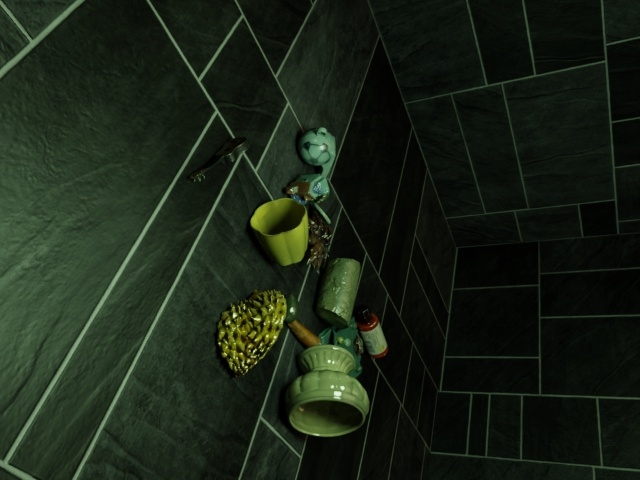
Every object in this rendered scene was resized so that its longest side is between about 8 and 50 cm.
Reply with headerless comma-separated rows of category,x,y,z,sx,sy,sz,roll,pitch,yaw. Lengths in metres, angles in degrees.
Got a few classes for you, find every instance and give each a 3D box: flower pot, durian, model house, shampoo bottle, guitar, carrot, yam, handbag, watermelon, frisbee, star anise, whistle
flower pot,-0.127,-0.020,1.909,0.179,0.195,0.195,77,25,-43
durian,-0.190,0.255,1.712,0.185,0.196,0.305,54,41,-35
model house,-0.065,-0.181,2.112,0.149,0.148,0.119,-32,118,-47
shampoo bottle,0.233,0.420,2.601,0.278,0.104,0.104,68,31,-29
guitar,-0.313,-0.244,1.702,0.271,0.084,0.038,-53,133,-45
carrot,-0.075,0.338,2.072,0.209,0.061,0.061,50,42,-41
flower pot,0.025,0.531,1.987,0.244,0.307,0.307,-88,156,-44
yam,0.071,0.210,2.250,0.161,0.161,0.268,47,51,-50
handbag,0.102,0.475,2.336,0.274,0.100,0.268,-17,99,-62
watermelon,-0.114,0.241,1.980,0.078,0.078,0.110,40,44,-54
frisbee,0.002,-0.109,2.254,0.014,0.110,0.110,-40,133,-6
star anise,0.000,0.000,2.222,0.272,0.102,0.272,-9,90,-67
whistle,-0.020,-0.357,2.246,0.289,0.163,0.163,113,-9,-58
